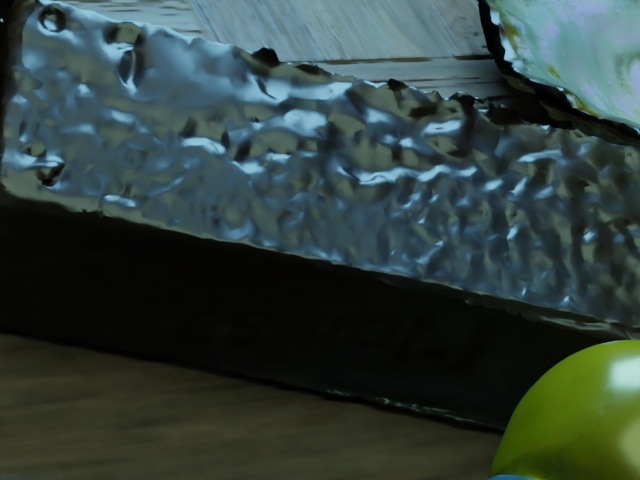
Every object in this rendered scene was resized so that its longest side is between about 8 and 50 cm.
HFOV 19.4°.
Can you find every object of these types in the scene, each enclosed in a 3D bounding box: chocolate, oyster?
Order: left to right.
[{"bbox_3d":[0.000,0.000,0.774,0.321,0.112,0.112,14,50,-9],"label":"chocolate"},{"bbox_3d":[0.202,-0.082,0.962,0.260,0.092,0.198,13,39,5],"label":"oyster"}]

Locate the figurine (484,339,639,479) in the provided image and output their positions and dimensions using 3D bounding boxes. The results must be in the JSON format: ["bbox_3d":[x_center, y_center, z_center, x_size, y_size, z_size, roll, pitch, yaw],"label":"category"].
[{"bbox_3d":[0.107,0.132,0.643,0.234,0.127,0.185,-18,54,-40],"label":"figurine"}]
